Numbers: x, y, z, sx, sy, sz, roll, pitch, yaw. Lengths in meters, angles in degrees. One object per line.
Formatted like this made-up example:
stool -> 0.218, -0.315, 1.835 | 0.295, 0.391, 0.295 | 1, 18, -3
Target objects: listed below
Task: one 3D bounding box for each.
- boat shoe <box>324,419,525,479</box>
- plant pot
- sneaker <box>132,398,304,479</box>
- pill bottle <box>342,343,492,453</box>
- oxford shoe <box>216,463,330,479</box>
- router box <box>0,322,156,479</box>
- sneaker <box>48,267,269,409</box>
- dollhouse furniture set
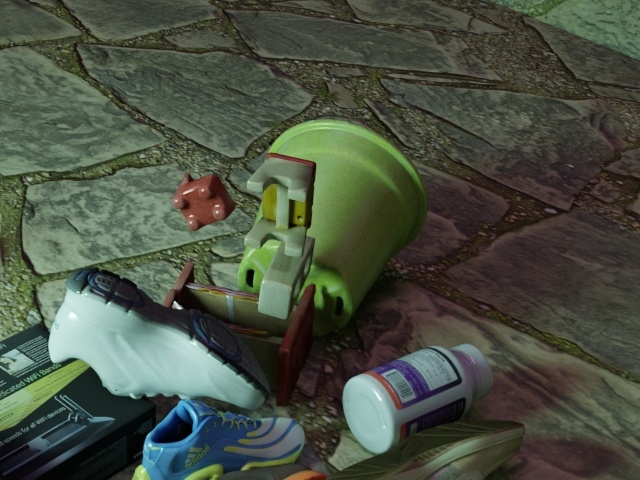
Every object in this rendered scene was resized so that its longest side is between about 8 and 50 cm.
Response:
boat shoe -> 0.136, 0.297, 1.387 | 0.302, 0.098, 0.109 | -16, 5, -37
plant pot -> 0.000, 0.000, 1.728 | 0.276, 0.276, 0.254 | 13, 44, 13
sneaker -> -0.118, 0.247, 1.397 | 0.240, 0.126, 0.091 | -19, 39, -33
pill bottle -> 0.135, 0.205, 1.521 | 0.193, 0.108, 0.108 | -17, 38, -32
oxford shoe -> -0.115, 0.329, 1.319 | 0.271, 0.097, 0.098 | -11, 17, -35
router box -> -0.398, 0.244, 1.405 | 0.243, 0.081, 0.309 | 28, 38, 32
sneaker -> -0.204, 0.146, 1.434 | 0.297, 0.129, 0.111 | 28, 16, -14
dollhouse furniture set -> -0.109, 0.030, 1.523 | 0.201, 0.374, 0.152 | 12, 36, 9
